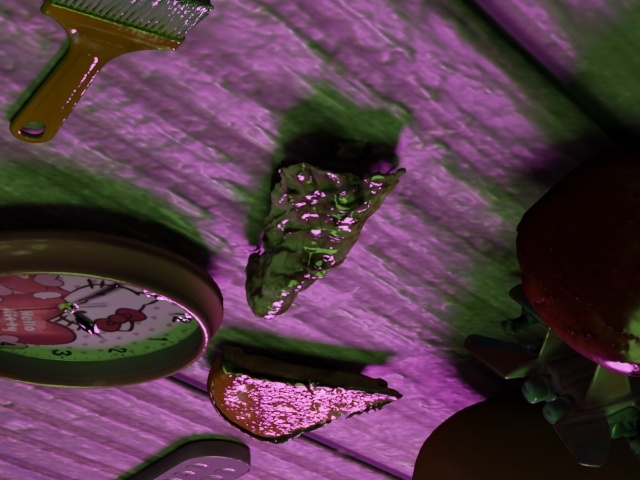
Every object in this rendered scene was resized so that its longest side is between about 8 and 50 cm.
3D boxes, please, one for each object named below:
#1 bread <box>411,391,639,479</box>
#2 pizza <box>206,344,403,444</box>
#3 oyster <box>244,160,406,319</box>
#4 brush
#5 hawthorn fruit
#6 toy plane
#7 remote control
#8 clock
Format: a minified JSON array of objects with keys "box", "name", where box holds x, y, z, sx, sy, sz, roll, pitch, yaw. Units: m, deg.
[{"box":[0.265,0.250,1.326,0.376,0.252,0.348,-8,-174,38],"name":"bread"},{"box":[-0.018,0.132,1.376,0.176,0.036,0.184,-11,151,18],"name":"pizza"},{"box":[0.000,-0.004,1.061,0.106,0.061,0.200,0,154,-2],"name":"oyster"},{"box":[-0.143,-0.103,0.915,0.083,0.011,0.205,13,153,-25],"name":"brush"},{"box":[0.210,0.022,0.988,0.148,0.172,0.148,-6,118,-11],"name":"hawthorn fruit"},{"box":[0.273,0.095,1.171,0.326,0.223,0.104,-3,125,-38],"name":"toy plane"},{"box":[-0.152,0.259,1.661,0.077,0.022,0.245,16,150,-26],"name":"remote control"},{"box":[-0.196,0.049,1.183,0.244,0.056,0.244,0,152,0],"name":"clock"}]
